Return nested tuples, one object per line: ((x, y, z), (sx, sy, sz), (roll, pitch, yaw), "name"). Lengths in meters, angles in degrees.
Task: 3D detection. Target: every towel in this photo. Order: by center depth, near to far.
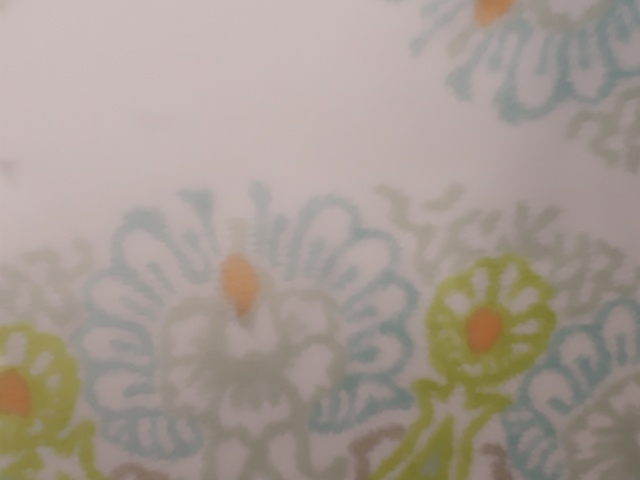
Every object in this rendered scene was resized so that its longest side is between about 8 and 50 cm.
((0.000, 0.000, 0.510), (0.320, 0.090, 0.374), (-9, 108, -7), "towel")
